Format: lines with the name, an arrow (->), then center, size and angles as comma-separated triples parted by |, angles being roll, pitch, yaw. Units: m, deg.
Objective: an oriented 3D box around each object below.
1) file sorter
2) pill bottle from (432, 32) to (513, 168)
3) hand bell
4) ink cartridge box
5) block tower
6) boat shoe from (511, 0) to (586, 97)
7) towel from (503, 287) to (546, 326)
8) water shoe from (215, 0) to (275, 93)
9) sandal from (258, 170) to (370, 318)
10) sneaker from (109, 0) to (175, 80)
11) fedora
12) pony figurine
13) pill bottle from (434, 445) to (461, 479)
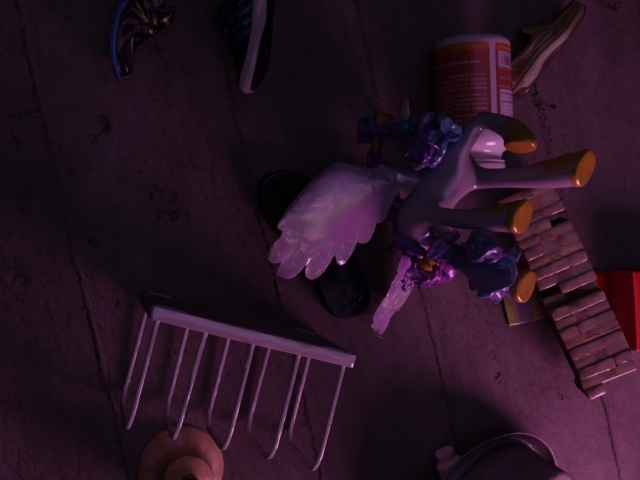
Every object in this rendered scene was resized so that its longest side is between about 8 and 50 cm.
file sorter -> -0.127, 0.192, 1.259 | 0.278, 0.193, 0.173 | 16, 88, -15
pill bottle -> 0.236, -0.201, 1.402 | 0.121, 0.121, 0.216 | -1, 90, -16
hand bell -> -0.172, 0.330, 1.214 | 0.126, 0.242, 0.126 | 0, 88, -15
ink cartridge box -> 0.559, 0.111, 1.509 | 0.231, 0.078, 0.134 | -4, 90, -15
block tower -> 0.387, 0.073, 1.431 | 0.097, 0.091, 0.335 | -23, 91, 6
boat shoe -> 0.354, -0.324, 1.470 | 0.072, 0.068, 0.190 | 38, 80, 0
towel -> 0.338, 0.103, 1.483 | 0.083, 0.009, 0.060 | -15, 94, -15
water shoe -> -0.115, -0.318, 1.344 | 0.080, 0.073, 0.203 | 7, 87, 11
sandal -> 0.001, 0.000, 1.366 | 0.097, 0.054, 0.254 | -36, 98, -14
sneaker -> -0.251, -0.316, 1.295 | 0.078, 0.067, 0.188 | 21, 81, -8
fedora -> 0.293, 0.426, 1.374 | 0.275, 0.124, 0.243 | -30, 112, -25
pony figurine -> 0.146, -0.039, 1.272 | 0.303, 0.363, 0.351 | 38, 76, -45
pill bottle -> 0.209, 0.366, 1.423 | 0.043, 0.043, 0.083 | -25, 96, -15
